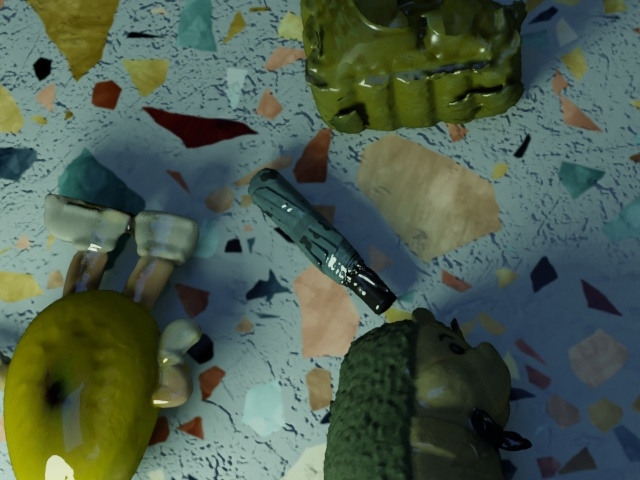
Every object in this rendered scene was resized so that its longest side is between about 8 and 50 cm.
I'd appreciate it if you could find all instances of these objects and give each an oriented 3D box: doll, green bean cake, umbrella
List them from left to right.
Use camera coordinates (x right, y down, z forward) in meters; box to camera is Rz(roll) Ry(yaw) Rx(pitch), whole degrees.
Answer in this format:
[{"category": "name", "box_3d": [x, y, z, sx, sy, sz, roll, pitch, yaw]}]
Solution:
[{"category": "doll", "box_3d": [-0.301, 0.129, 1.943, 0.348, 0.161, 0.423, 35, 82, 31]}, {"category": "umbrella", "box_3d": [-0.002, 0.001, 1.966, 0.053, 0.052, 0.250, -42, 70, -4]}, {"category": "green bean cake", "box_3d": [0.111, -0.306, 1.954, 0.285, 0.202, 0.310, -9, 73, 7]}, {"category": "doll", "box_3d": [0.119, 0.247, 1.786, 0.247, 0.247, 0.350, -10, 57, 8]}]
